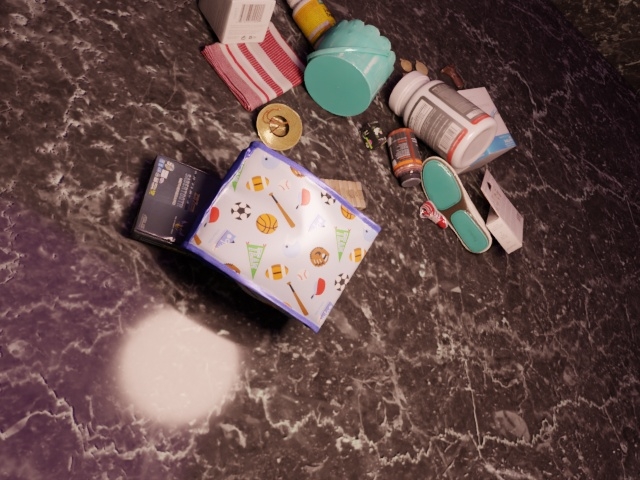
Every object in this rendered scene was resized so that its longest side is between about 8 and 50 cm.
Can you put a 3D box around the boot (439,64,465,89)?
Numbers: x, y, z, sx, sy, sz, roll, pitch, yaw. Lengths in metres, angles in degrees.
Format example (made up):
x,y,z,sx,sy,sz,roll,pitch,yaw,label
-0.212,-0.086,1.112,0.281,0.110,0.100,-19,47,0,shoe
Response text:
x,y,z,sx,sy,sz,roll,pitch,yaw,label
0.577,-0.707,2.237,0.106,0.037,0.114,-31,93,-37,boot

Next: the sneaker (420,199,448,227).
x,y,z,sx,sy,sz,roll,pitch,yaw,label
0.401,-0.084,1.834,0.067,0.042,0.118,-31,81,-43,sneaker

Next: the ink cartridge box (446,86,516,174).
x,y,z,sx,sy,sz,roll,pitch,yaw,label
0.578,-0.426,2.005,0.197,0.198,0.269,-20,82,-38,ink cartridge box

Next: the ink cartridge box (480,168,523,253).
x,y,z,sx,sy,sz,roll,pitch,yaw,label
0.671,-0.119,1.952,0.261,0.066,0.296,52,30,-4,ink cartridge box

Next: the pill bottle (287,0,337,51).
x,y,z,sx,sy,sz,roll,pitch,yaw,label
-0.025,-0.785,1.814,0.118,0.118,0.208,-34,90,-39,pill bottle

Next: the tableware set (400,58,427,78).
x,y,z,sx,sy,sz,roll,pitch,yaw,label
0.387,-0.677,2.104,0.141,0.020,0.168,12,65,-27,tableware set

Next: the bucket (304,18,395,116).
x,y,z,sx,sy,sz,roll,pitch,yaw,label
0.089,-0.565,1.704,0.281,0.281,0.183,37,59,-15,bucket

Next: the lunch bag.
x,y,z,sx,sy,sz,roll,pitch,yaw,label
-0.107,-0.014,1.288,0.386,0.239,0.327,36,77,-24,lunch bag

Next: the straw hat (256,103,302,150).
x,y,z,sx,sy,sz,roll,pitch,yaw,label
-0.128,-0.355,1.587,0.145,0.144,0.061,33,13,-18,straw hat

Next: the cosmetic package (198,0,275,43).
x,y,z,sx,sy,sz,roll,pitch,yaw,label
-0.261,-0.728,1.581,0.151,0.151,0.183,-17,65,-33,cosmetic package

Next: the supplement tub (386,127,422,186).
x,y,z,sx,sy,sz,roll,pitch,yaw,label
0.301,-0.292,1.820,0.106,0.106,0.197,3,68,-33,supplement tub

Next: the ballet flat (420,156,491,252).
x,y,z,sx,sy,sz,roll,pitch,yaw,label
0.497,-0.135,1.884,0.139,0.139,0.400,-39,97,-39,ballet flat

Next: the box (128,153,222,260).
x,y,z,sx,sy,sz,roll,pitch,yaw,label
-0.364,-0.085,1.313,0.184,0.059,0.232,22,59,-26,box

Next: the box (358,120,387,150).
x,y,z,sx,sy,sz,roll,pitch,yaw,label
0.185,-0.367,1.803,0.052,0.062,0.083,-19,80,-39,box

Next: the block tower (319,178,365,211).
x,y,z,sx,sy,sz,roll,pitch,yaw,label
-0.017,-0.128,1.543,0.336,0.097,0.090,0,70,-35,block tower

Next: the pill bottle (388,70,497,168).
x,y,z,sx,sy,sz,roll,pitch,yaw,label
0.431,-0.442,1.843,0.210,0.210,0.363,-21,58,-38,pill bottle

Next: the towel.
x,y,z,sx,sy,sz,roll,pitch,yaw,label
-0.194,-0.572,1.660,0.237,0.037,0.329,51,51,-5,towel
